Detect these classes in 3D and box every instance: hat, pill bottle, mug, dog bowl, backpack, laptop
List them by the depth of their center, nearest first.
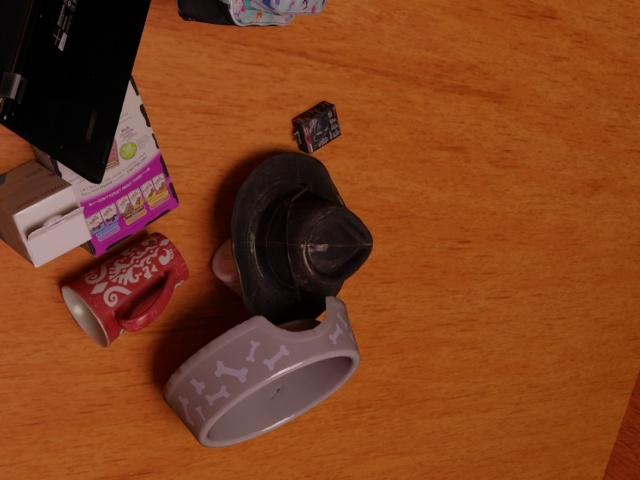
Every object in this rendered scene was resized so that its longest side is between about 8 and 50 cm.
[{"bbox_3d":[-0.405,-0.320,1.213,0.408,0.236,0.382,46,55,-72],"label":"laptop"},{"bbox_3d":[-0.085,-0.425,1.371,0.225,0.191,0.253,-26,124,-65],"label":"backpack"},{"bbox_3d":[-0.282,0.081,1.519,0.169,0.150,0.113,-38,156,-28],"label":"mug"},{"bbox_3d":[0.000,0.000,1.660,0.331,0.134,0.331,-1,91,-54],"label":"hat"},{"bbox_3d":[-0.087,0.232,1.679,0.349,0.102,0.349,-26,157,-12],"label":"dog bowl"},{"bbox_3d":[-0.108,0.066,1.701,0.087,0.087,0.160,-53,135,-9],"label":"pill bottle"}]

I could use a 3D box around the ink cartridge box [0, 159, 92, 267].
[{"bbox_3d":[-0.388,-0.035,1.360,0.092,0.143,0.090,-32,128,-26],"label":"ink cartridge box"}]

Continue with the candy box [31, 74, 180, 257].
[{"bbox_3d":[-0.316,-0.116,1.436,0.159,0.071,0.233,-35,130,-26],"label":"candy box"}]

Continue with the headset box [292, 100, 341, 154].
[{"bbox_3d":[-0.009,-0.192,1.702,0.083,0.032,0.062,-34,129,-24],"label":"headset box"}]
